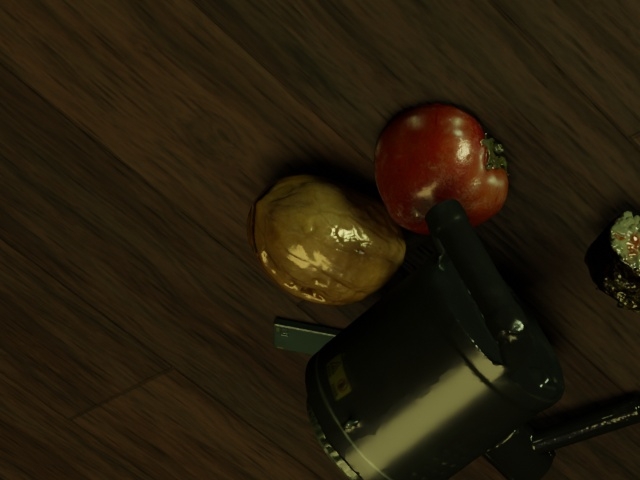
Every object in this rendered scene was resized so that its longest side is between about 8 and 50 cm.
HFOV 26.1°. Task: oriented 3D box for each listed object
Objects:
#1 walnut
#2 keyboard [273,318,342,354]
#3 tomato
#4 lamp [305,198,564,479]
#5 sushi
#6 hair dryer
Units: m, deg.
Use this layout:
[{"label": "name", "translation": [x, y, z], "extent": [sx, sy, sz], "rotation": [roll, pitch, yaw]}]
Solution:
[{"label": "walnut", "translation": [0.000, 0.000, 1.522], "extent": [0.180, 0.144, 0.144], "rotation": [23, 139, -20]}, {"label": "keyboard", "translation": [0.027, 0.133, 1.746], "extent": [0.176, 0.014, 0.055], "rotation": [10, 139, 8]}, {"label": "tomato", "translation": [0.124, -0.056, 1.450], "extent": [0.139, 0.091, 0.159], "rotation": [-11, 134, 29]}, {"label": "lamp", "translation": [0.112, 0.149, 1.495], "extent": [0.272, 0.205, 0.374], "rotation": [-32, 151, 7]}, {"label": "sushi", "translation": [0.359, 0.029, 1.465], "extent": [0.150, 0.090, 0.078], "rotation": [23, 142, -9]}, {"label": "hair dryer", "translation": [0.309, 0.230, 1.721], "extent": [0.248, 0.070, 0.114], "rotation": [-25, 124, 33]}]
